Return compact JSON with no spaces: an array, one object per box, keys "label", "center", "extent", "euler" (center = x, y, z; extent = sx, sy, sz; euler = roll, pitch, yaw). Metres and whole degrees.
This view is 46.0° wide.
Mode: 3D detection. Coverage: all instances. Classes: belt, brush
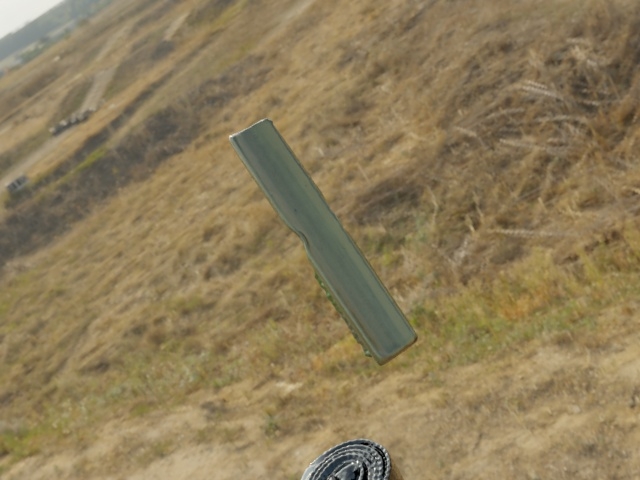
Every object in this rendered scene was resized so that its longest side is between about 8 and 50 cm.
[{"label":"belt","center":[0.035,0.469,1.266],"extent":[0.184,0.164,0.289],"euler":[-7,32,30]},{"label":"brush","center":[0.000,0.000,0.778],"extent":[0.054,0.282,0.048],"euler":[-31,-7,-20]}]
